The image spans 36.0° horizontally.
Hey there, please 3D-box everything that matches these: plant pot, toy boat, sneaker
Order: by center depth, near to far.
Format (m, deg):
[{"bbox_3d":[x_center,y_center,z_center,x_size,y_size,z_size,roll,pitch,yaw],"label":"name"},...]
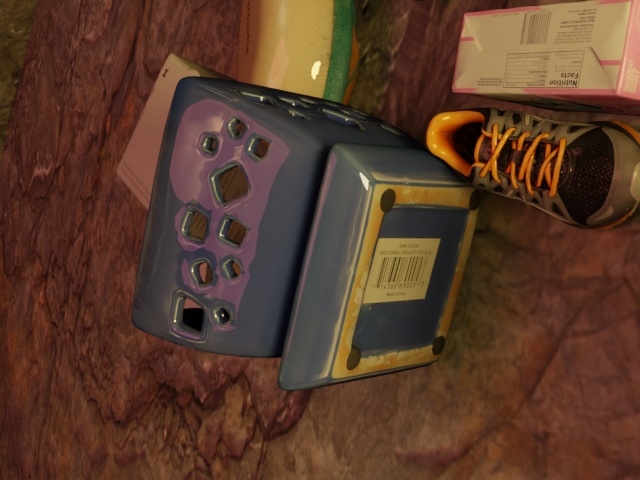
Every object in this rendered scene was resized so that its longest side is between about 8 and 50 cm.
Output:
[{"bbox_3d":[0.162,-0.061,0.763,0.215,0.083,0.084,22,103,59],"label":"sneaker"},{"bbox_3d":[0.000,0.000,0.874,0.212,0.236,0.236,23,104,38],"label":"plant pot"},{"bbox_3d":[0.013,-0.230,1.034,0.318,0.148,0.268,143,133,-63],"label":"toy boat"}]

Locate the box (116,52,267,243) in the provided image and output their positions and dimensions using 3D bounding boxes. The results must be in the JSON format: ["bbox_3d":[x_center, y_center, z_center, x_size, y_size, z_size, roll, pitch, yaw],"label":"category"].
[{"bbox_3d":[-0.151,-0.116,1.265,0.181,0.119,0.182,43,110,50],"label":"box"}]

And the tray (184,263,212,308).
[{"bbox_3d":[-0.173,-0.030,1.432,0.145,0.030,0.270,10,94,61],"label":"tray"}]

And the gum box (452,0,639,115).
[{"bbox_3d":[0.192,-0.124,0.690,0.188,0.107,0.062,18,101,61],"label":"gum box"}]

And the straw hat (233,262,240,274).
[{"bbox_3d":[-0.084,0.036,1.222,0.144,0.061,0.145,-17,71,60],"label":"straw hat"}]
